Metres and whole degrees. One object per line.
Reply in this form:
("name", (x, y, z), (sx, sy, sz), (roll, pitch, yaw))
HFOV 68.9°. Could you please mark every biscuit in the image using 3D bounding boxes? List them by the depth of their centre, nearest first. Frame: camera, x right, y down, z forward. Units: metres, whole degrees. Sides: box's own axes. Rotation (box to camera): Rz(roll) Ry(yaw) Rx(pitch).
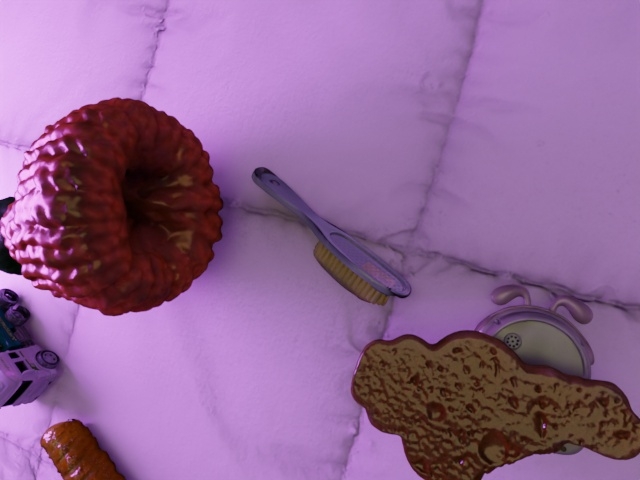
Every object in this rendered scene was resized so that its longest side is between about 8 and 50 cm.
("biscuit", (0.194, 0.199, 0.551), (0.319, 0.047, 0.184), (-7, 87, 19))

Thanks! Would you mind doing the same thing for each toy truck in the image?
("toy truck", (-0.556, 0.179, 0.784), (0.110, 0.116, 0.216), (-45, 77, 8))

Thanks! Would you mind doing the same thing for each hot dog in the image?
("hot dog", (-0.334, 0.402, 0.732), (0.068, 0.083, 0.289), (-39, 77, -10))

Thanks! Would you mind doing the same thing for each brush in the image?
("brush", (0.000, 0.000, 0.681), (0.297, 0.068, 0.060), (41, 119, 18))

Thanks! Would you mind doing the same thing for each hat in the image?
("hat", (-0.345, -0.041, 0.719), (0.400, 0.285, 0.285), (0, 86, 42))

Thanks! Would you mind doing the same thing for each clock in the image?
("clock", (0.263, 0.156, 0.590), (0.151, 0.062, 0.191), (12, 89, 16))
